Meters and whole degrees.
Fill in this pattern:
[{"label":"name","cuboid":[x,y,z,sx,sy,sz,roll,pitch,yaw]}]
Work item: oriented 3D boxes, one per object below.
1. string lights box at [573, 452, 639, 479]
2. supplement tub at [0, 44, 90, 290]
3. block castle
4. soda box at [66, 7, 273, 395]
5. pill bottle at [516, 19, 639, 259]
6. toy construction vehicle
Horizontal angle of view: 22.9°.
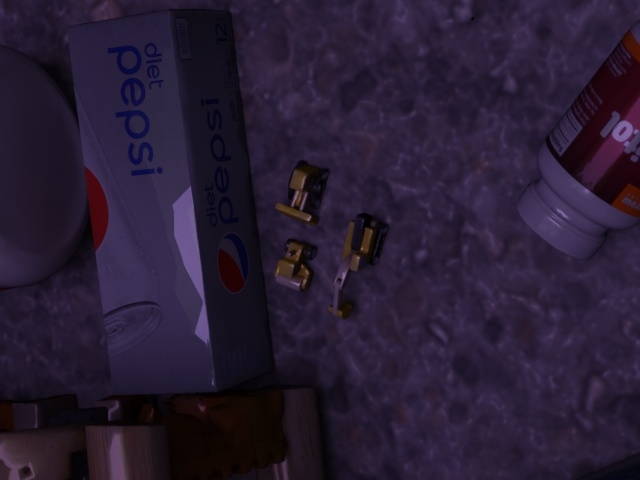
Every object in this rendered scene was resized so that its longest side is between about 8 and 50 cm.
[{"label":"string lights box","cuboid":[0.168,0.205,1.007,0.133,0.260,0.076,-28,85,27]},{"label":"supplement tub","cuboid":[-0.339,-0.040,1.259,0.272,0.191,0.191,-10,93,27]},{"label":"block castle","cuboid":[-0.233,0.233,1.189,0.453,0.303,0.212,-5,89,26]},{"label":"soda box","cuboid":[-0.114,-0.029,1.206,0.098,0.091,0.286,-4,96,27]},{"label":"pill bottle","cuboid":[0.200,-0.064,1.050,0.086,0.086,0.152,42,113,15]},{"label":"toy construction vehicle","cuboid":[0.000,0.000,1.185,0.086,0.035,0.098,24,107,21]}]
